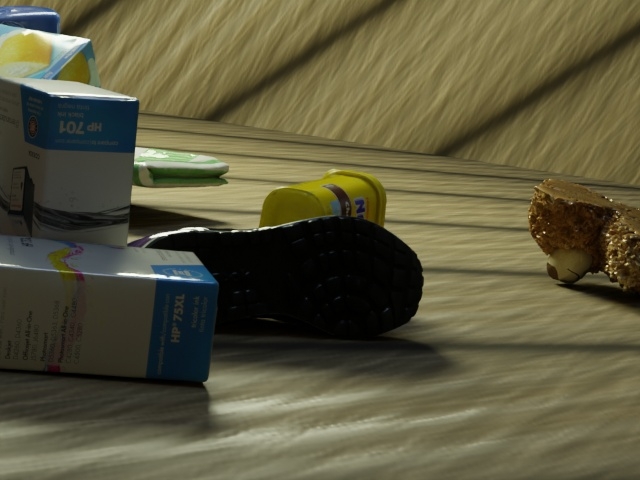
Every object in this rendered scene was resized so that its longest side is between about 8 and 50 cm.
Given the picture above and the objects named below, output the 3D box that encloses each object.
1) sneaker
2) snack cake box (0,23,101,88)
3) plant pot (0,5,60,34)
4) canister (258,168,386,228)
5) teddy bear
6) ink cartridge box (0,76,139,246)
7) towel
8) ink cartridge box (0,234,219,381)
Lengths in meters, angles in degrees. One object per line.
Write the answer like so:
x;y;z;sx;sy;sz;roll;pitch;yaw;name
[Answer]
-0.049;0.024;1.387;0.283;0.107;0.124;4;3;-25;sneaker
-0.395;-0.148;1.849;0.152;0.089;0.264;12;42;21;snack cake box
-0.505;-0.228;2.274;0.212;0.236;0.236;-1;11;-19;plant pot
0.000;0.000;1.517;0.073;0.126;0.170;11;11;20;canister
0.402;0.031;1.850;0.338;0.113;0.245;16;15;-1;teddy bear
-0.216;-0.032;1.280;0.082;0.191;0.139;2;10;-30;ink cartridge box
-0.308;-0.112;1.979;0.325;0.038;0.248;12;8;21;towel
-0.201;0.046;1.149;0.231;0.078;0.134;6;8;-14;ink cartridge box
